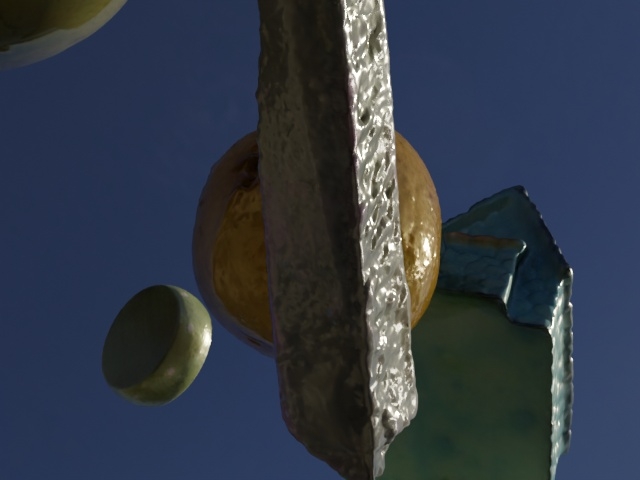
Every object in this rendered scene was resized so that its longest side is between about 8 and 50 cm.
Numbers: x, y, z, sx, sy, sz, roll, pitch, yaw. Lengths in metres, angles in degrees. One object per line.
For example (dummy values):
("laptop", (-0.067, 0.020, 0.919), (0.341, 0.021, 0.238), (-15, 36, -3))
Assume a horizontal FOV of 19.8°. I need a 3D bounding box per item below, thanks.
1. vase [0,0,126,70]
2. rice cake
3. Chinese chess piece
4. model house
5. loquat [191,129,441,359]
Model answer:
("vase", (-0.313, -0.243, 1.331), (0.302, 0.241, 0.329), (-38, -93, 2))
("rice cake", (0.003, -0.057, 0.975), (0.070, 0.064, 0.399), (10, -63, 31))
("Chinese chess piece", (-0.109, 0.071, 1.221), (0.084, 0.084, 0.034), (-43, -53, 19))
("model house", (0.130, 0.074, 1.701), (0.226, 0.241, 0.261), (9, -52, 17))
("loquat", (0.000, 0.000, 1.440), (0.208, 0.208, 0.208), (-7, -52, -10))
